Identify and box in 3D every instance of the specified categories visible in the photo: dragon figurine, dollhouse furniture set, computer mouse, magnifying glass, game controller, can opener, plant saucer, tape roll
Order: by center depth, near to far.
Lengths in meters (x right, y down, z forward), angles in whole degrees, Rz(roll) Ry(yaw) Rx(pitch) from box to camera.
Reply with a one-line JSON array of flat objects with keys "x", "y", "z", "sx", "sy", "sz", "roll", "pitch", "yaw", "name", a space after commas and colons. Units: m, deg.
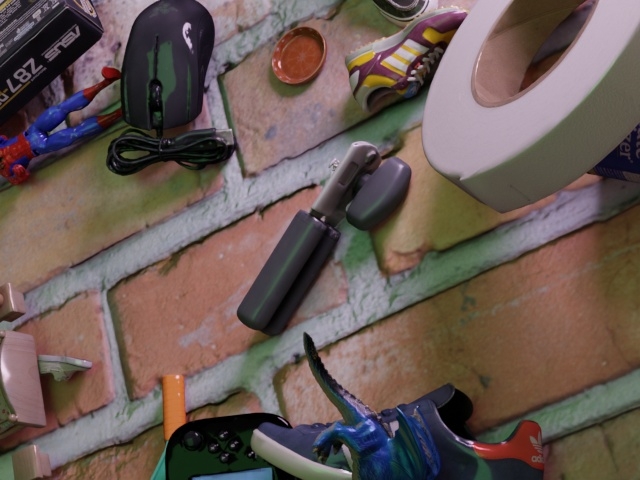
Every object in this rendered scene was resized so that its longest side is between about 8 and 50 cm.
[{"x": 0.076, "y": 0.223, "z": 1.518, "sx": 0.144, "sy": 0.085, "sz": 0.289, "roll": -18, "pitch": 79, "yaw": 16, "name": "dragon figurine"}, {"x": 0.261, "y": -0.215, "z": 1.596, "sx": 0.392, "sy": 0.072, "sz": 0.392, "roll": -44, "pitch": 26, "yaw": 27, "name": "tape roll"}, {"x": -0.097, "y": 0.364, "z": 1.717, "sx": 0.166, "sy": 0.067, "sz": 0.319, "roll": -11, "pitch": 68, "yaw": 14, "name": "game controller"}, {"x": 0.000, "y": 0.000, "z": 1.795, "sx": 0.093, "sy": 0.074, "sz": 0.280, "roll": 39, "pitch": 96, "yaw": 34, "name": "can opener"}, {"x": -0.182, "y": 0.277, "z": 1.819, "sx": 0.092, "sy": 0.026, "sz": 0.231, "roll": 0, "pitch": 57, "yaw": -9, "name": "magnifying glass"}, {"x": -0.027, "y": -0.247, "z": 1.935, "sx": 0.083, "sy": 0.013, "sz": 0.083, "roll": -10, "pitch": 69, "yaw": 28, "name": "plant saucer"}, {"x": -0.209, "y": -0.229, "z": 1.987, "sx": 0.188, "sy": 0.072, "sz": 0.272, "roll": -6, "pitch": 67, "yaw": 14, "name": "computer mouse"}, {"x": -0.558, "y": 0.207, "z": 1.991, "sx": 0.303, "sy": 0.174, "sz": 0.356, "roll": -29, "pitch": 60, "yaw": 27, "name": "dollhouse furniture set"}]

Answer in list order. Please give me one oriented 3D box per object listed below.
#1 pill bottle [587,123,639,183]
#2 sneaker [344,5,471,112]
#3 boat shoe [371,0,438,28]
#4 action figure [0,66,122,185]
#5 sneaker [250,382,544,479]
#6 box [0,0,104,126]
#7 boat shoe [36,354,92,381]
[{"x": 0.391, "y": -0.115, "z": 1.567, "sx": 0.219, "sy": 0.123, "sz": 0.123, "roll": 13, "pitch": 80, "yaw": 34, "name": "pill bottle"}, {"x": 0.120, "y": -0.225, "z": 1.812, "sx": 0.185, "sy": 0.069, "sz": 0.084, "roll": -25, "pitch": 70, "yaw": 29, "name": "sneaker"}, {"x": 0.072, "y": -0.358, "z": 1.879, "sx": 0.078, "sy": 0.070, "sz": 0.219, "roll": -43, "pitch": 57, "yaw": 12, "name": "boat shoe"}, {"x": -0.412, "y": -0.147, "z": 2.059, "sx": 0.280, "sy": 0.139, "sz": 0.091, "roll": -28, "pitch": 88, "yaw": 23, "name": "action figure"}, {"x": 0.091, "y": 0.225, "z": 1.633, "sx": 0.350, "sy": 0.131, "sz": 0.148, "roll": 11, "pitch": 81, "yaw": 24, "name": "sneaker"}, {"x": -0.532, "y": -0.300, "z": 2.188, "sx": 0.395, "sy": 0.097, "sz": 0.318, "roll": -40, "pitch": 50, "yaw": 14, "name": "box"}, {"x": -0.351, "y": 0.176, "z": 1.973, "sx": 0.100, "sy": 0.035, "sz": 0.035, "roll": 1, "pitch": 80, "yaw": 35, "name": "boat shoe"}]
